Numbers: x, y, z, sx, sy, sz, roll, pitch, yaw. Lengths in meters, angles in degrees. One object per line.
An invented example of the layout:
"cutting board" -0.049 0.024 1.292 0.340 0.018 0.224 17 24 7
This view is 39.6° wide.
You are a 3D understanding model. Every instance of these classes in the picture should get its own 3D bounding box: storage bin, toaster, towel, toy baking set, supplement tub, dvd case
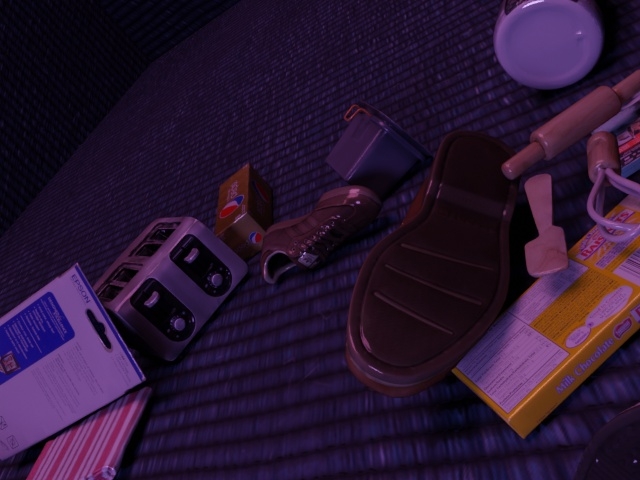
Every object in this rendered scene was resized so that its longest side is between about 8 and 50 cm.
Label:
"storage bin" 0.059 -0.109 1.093 0.091 0.098 0.135 -51 22 5
"toaster" -0.209 0.061 1.191 0.168 0.110 0.185 -50 23 -20
"towel" -0.286 0.262 1.067 0.197 0.029 0.144 -31 22 24
"toy baking set" 0.240 -0.070 0.716 0.256 0.030 0.197 -32 27 -6
"supplement tub" 0.260 -0.263 0.995 0.117 0.117 0.190 -26 27 34
"dvd case" 0.290 -0.107 0.801 0.087 0.013 0.119 -34 25 18

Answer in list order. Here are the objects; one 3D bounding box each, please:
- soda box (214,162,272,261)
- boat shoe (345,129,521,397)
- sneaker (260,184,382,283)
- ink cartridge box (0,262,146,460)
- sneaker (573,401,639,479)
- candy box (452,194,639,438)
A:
"soda box" -0.109 -0.042 1.277 0.061 0.058 0.181 -37 23 14
"boat shoe" 0.101 0.032 0.754 0.307 0.110 0.104 -54 -15 -44
"sneaker" 0.000 0.000 1.043 0.188 0.066 0.071 -27 43 44
"ink cartridge box" -0.343 0.155 1.141 0.332 0.165 0.065 -30 0 35
"sneaker" 0.250 0.065 0.430 0.124 0.178 0.296 54 137 32
"candy box" 0.194 0.049 0.660 0.206 0.027 0.105 -43 19 -2
